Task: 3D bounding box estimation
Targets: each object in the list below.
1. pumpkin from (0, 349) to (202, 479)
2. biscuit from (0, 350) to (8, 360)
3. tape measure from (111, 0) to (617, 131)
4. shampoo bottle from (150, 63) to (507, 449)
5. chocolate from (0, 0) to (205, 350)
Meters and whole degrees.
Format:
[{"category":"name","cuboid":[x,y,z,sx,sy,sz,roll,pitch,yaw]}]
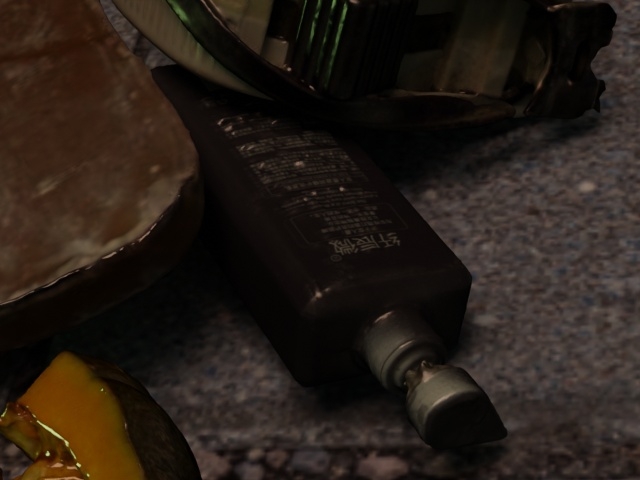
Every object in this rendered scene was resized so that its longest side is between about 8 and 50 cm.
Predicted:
[{"category":"pumpkin","cuboid":[-0.139,0.182,0.781,0.248,0.126,0.131,-41,53,2]},{"category":"biscuit","cuboid":[-0.254,0.063,0.985,0.186,0.044,0.295,-1,44,11]},{"category":"tape measure","cuboid":[0.002,-0.158,1.015,0.231,0.133,0.271,-6,36,-35]},{"category":"shampoo bottle","cuboid":[-0.001,0.000,0.941,0.098,0.071,0.309,-8,36,-25]},{"category":"chocolate","cuboid":[-0.154,-0.034,0.983,0.157,0.080,0.254,-26,44,-8]}]
